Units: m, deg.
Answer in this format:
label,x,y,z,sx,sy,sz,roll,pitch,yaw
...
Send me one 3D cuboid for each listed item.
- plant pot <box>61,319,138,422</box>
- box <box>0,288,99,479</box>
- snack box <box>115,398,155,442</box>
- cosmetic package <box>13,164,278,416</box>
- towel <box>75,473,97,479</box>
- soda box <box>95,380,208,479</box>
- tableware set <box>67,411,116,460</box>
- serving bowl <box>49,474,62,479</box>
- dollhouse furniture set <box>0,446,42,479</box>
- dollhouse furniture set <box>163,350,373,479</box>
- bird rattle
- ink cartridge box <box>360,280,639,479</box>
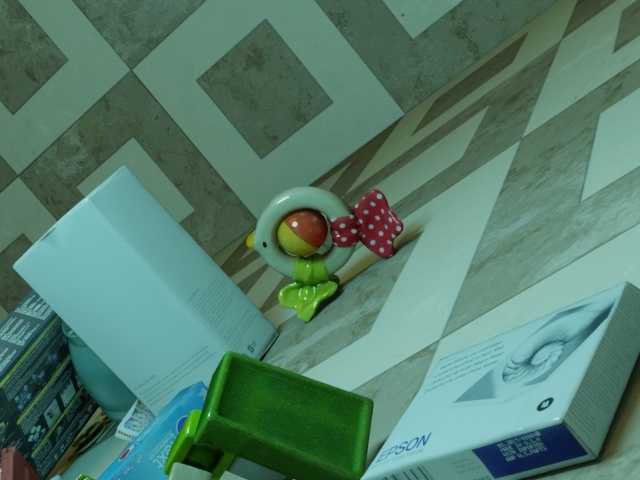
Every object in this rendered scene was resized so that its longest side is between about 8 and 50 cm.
label,x,y,z,sx,sy,sz,roll,pitch,yaw
plant pot,-0.363,0.171,1.938,0.293,0.196,0.293,-26,35,20
box,-0.578,0.332,1.929,0.318,0.097,0.395,86,-154,-42
snack box,-0.294,0.298,1.754,0.178,0.064,0.022,-65,-4,-71
cosmetic package,-0.287,0.096,1.684,0.217,0.385,0.156,-35,10,29
towel,-0.371,0.394,1.521,0.102,0.021,0.237,-44,-7,-15
soda box,-0.228,0.299,1.457,0.210,0.067,0.071,-46,10,-37
tableware set,-0.467,0.380,2.172,0.128,0.039,0.194,-34,10,36
serving bowl,-0.508,0.475,1.892,0.083,0.027,0.083,-39,8,6
dollhouse furniture set,-0.372,0.412,1.036,0.201,0.152,0.374,-23,33,0
dollhouse furniture set,-0.075,0.283,0.899,0.301,0.151,0.197,-77,14,-48
bird rattle,0.000,0.000,1.639,0.253,0.207,0.143,-45,23,30
ink cartridge box,0.161,0.111,0.827,0.223,0.045,0.224,-32,11,45
